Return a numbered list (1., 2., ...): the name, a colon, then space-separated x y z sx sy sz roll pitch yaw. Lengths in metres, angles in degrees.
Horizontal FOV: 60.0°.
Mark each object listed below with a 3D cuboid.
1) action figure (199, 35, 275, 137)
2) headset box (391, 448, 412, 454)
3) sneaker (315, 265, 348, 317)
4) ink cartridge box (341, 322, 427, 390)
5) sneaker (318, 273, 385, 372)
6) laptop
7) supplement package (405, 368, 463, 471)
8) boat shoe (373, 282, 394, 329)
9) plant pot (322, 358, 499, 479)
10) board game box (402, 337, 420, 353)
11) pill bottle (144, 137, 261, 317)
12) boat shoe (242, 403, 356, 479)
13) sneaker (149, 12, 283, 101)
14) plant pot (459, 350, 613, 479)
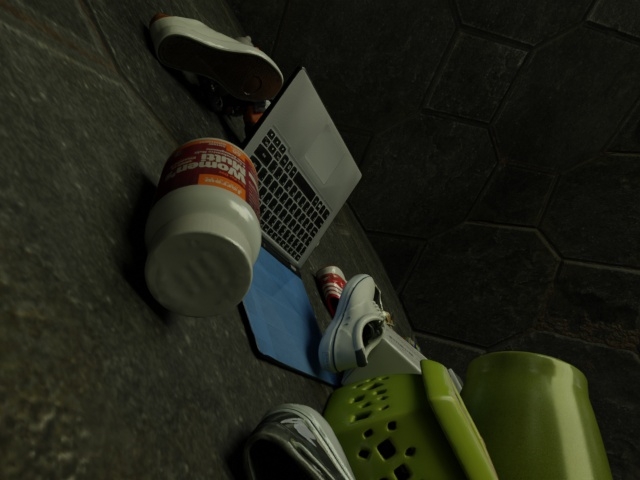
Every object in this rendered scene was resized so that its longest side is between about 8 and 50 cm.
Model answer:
1. action figure: -0.142 -0.314 1.298 0.341 0.179 0.330 -75 147 -73
2. headset box: 0.146 0.408 1.117 0.032 0.062 0.083 59 10 -27
3. sneaker: 0.063 0.164 1.398 0.221 0.087 0.128 37 33 -44
4. ink cartridge box: 0.165 0.289 1.140 0.211 0.121 0.289 41 3 6
5. sneaker: 0.077 0.151 1.020 0.258 0.091 0.094 -61 145 -53
6. laptop: 0.000 0.000 0.970 0.236 0.407 0.382 30 -9 27
7. supplement package: 0.293 0.460 1.383 0.199 0.198 0.263 67 9 23
8. boat shoe: 0.147 0.232 1.546 0.113 0.103 0.302 53 12 -47
9. plant pot: 0.146 0.329 0.875 0.228 0.207 0.227 63 8 0
10. board game box: 0.246 0.358 1.560 0.170 0.048 0.141 48 43 -61
11. pill bottle: -0.127 -0.022 0.612 0.121 0.121 0.221 58 9 -30
12. boat shoe: 0.020 0.320 0.526 0.335 0.121 0.119 53 14 13
13. sneaker: -0.198 -0.370 1.089 0.290 0.106 0.123 13 37 -46
14. plant pot: 0.389 0.421 1.071 0.366 0.367 0.352 55 41 -44
